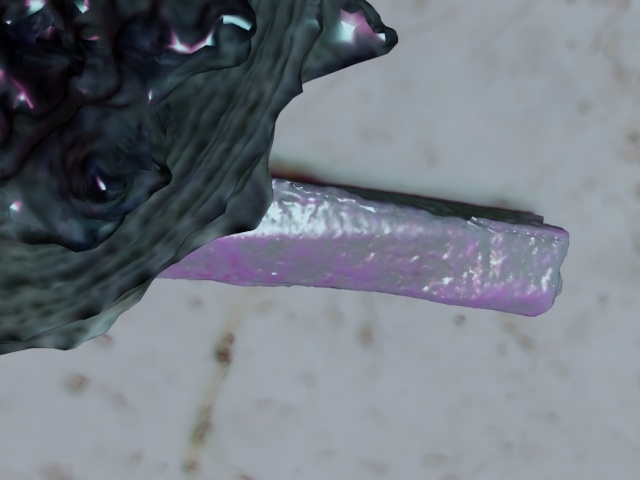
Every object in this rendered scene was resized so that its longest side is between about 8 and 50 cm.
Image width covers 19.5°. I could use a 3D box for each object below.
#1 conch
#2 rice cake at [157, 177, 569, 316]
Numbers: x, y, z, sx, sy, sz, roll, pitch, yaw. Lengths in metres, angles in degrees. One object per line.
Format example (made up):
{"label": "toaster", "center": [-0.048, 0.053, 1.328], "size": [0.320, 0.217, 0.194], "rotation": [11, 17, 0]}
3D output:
{"label": "conch", "center": [-0.120, -0.079, 0.596], "size": [0.313, 0.186, 0.240], "rotation": [-24, 89, 0]}
{"label": "rice cake", "center": [0.000, 0.000, 0.729], "size": [0.207, 0.036, 0.047], "rotation": [7, 97, -20]}
